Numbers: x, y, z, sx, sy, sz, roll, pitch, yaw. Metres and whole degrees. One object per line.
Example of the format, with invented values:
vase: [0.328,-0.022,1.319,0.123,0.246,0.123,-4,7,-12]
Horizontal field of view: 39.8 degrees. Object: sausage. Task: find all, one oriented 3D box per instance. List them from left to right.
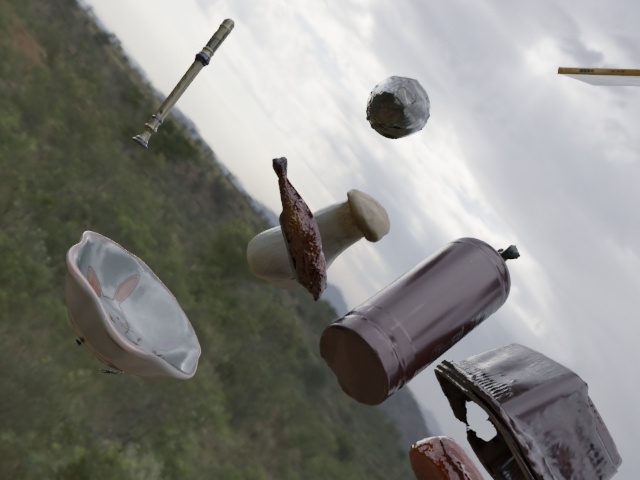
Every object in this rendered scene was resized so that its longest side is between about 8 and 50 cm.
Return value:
sausage: [0.246,0.441,1.417,0.102,0.102,0.330,54,4,-44]

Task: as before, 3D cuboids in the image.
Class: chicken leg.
chicken leg: [-0.032,-0.012,1.281,0.089,0.048,0.219,-148,-141,-67]

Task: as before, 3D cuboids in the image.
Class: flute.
flute: [-0.198,-0.234,1.298,0.027,0.233,0.027,34,-8,6]

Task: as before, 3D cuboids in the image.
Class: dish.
dish: [-0.249,0.099,1.090,0.229,0.081,0.229,48,10,-12]

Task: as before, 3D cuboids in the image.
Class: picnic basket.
picnic basket: [0.279,0.246,1.175,0.222,0.129,0.297,63,-5,-8]

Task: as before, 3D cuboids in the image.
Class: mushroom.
mushroom: [0.000,0.000,1.707,0.159,0.329,0.122,2,67,-51]

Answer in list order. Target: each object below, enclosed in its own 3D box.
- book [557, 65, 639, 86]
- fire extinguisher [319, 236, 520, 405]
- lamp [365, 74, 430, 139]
book: [0.518,-0.255,1.388,0.242,0.018,0.170,10,8,35]
fire extinguisher: [0.148,0.084,1.161,0.135,0.337,0.114,-28,-88,54]
lamp: [0.119,-0.202,1.346,0.101,0.101,0.250,51,5,-1]
